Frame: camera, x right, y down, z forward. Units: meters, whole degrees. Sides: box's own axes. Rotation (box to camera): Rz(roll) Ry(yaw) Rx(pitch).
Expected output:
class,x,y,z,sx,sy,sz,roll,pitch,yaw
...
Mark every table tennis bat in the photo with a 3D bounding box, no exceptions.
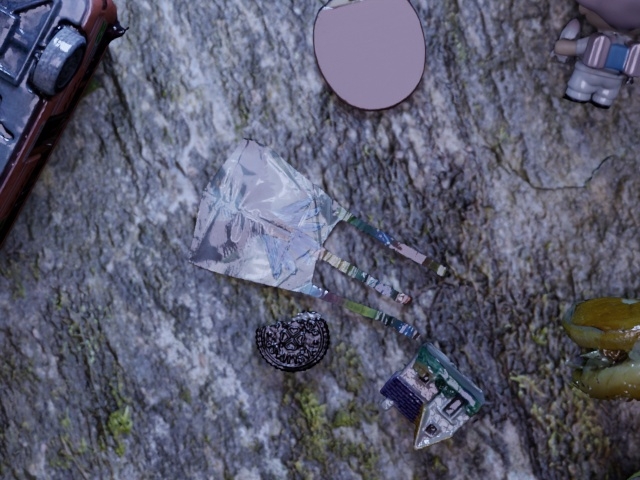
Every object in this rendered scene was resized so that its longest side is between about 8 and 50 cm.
class,x,y,z,sx,sy,sz,roll,pitch,yaw
table tennis bat,0.049,-0.260,1.485,0.130,0.019,0.221,-13,98,7

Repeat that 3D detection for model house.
class,x,y,z,sx,sy,sz,roll,pitch,yaw
model house,0.126,0.190,1.507,0.100,0.088,0.100,45,98,2

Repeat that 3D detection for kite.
class,x,y,z,sx,sy,sz,roll,pitch,yaw
kite,0.000,0.000,1.528,0.309,0.015,0.169,21,98,2

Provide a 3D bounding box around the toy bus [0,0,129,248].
class,x,y,z,sx,sy,sz,roll,pitch,yaw
toy bus,-0.397,-0.138,1.440,0.203,0.233,0.427,31,102,0

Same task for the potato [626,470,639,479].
class,x,y,z,sx,sy,sz,roll,pitch,yaw
potato,0.472,0.356,1.463,0.280,0.212,0.330,21,110,20

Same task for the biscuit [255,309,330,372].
class,x,y,z,sx,sy,sz,roll,pitch,yaw
biscuit,-0.034,0.120,1.541,0.089,0.027,0.087,29,100,1

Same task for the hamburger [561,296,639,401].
class,x,y,z,sx,sy,sz,roll,pitch,yaw
hamburger,0.357,0.126,1.442,0.185,0.177,0.113,-17,104,-20

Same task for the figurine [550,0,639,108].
class,x,y,z,sx,sy,sz,roll,pitch,yaw
figurine,0.333,-0.259,1.419,0.137,0.112,0.229,15,109,-2
